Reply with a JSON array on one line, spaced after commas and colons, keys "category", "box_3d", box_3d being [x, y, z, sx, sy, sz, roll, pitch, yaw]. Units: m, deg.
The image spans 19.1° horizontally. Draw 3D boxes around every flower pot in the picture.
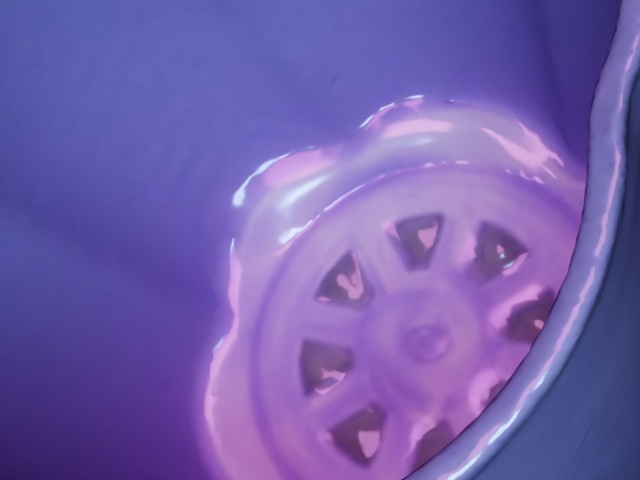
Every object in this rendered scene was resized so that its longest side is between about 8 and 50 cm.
[{"category": "flower pot", "box_3d": [0.000, 0.000, 0.534, 0.265, 0.243, 0.265, -10, 67, 24]}]
